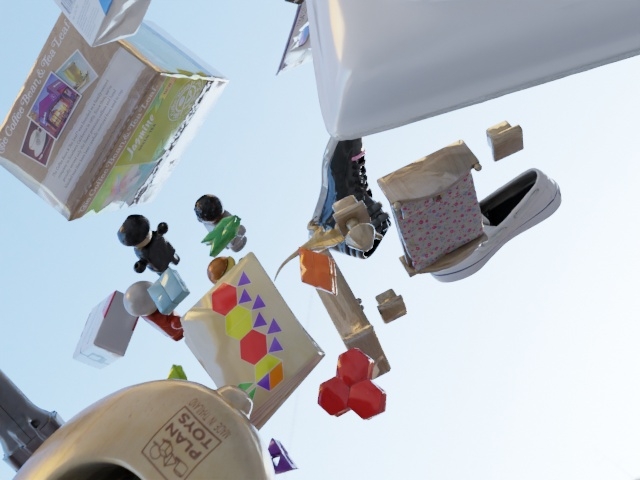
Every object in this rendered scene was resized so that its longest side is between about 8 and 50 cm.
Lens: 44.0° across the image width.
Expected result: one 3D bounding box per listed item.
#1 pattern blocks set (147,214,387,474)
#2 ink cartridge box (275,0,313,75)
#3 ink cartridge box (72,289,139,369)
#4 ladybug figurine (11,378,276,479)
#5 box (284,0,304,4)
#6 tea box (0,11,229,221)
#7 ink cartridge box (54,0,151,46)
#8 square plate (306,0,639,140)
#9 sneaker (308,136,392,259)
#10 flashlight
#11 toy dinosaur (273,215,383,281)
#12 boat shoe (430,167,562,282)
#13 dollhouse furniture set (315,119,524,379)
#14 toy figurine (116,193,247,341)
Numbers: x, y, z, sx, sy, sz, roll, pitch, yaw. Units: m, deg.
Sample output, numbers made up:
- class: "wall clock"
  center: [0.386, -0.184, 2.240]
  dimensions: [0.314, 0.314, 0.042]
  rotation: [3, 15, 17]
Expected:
- class: "pattern blocks set"
  center: [-0.084, 0.124, 0.961]
  dimensions: [0.285, 0.324, 0.026]
  rotation: [-36, -29, 17]
- class: "ink cartridge box"
  center: [0.057, -0.500, 1.674]
  dimensions: [0.330, 0.071, 0.324]
  rotation: [-25, -8, -17]
- class: "ink cartridge box"
  center: [-0.392, 0.167, 1.455]
  dimensions: [0.063, 0.150, 0.109]
  rotation: [27, -119, -21]
- class: "ladybug figurine"
  center: [-0.195, 0.341, 0.794]
  dimensions: [0.449, 0.305, 0.162]
  rotation: [-53, -29, 0]
- class: "box"
  center: [-0.017, -0.552, 1.412]
  dimensions: [0.045, 0.184, 0.191]
  rotation: [-2, -20, -41]
- class: "tea box"
  center: [-0.398, -0.243, 1.527]
  dimensions: [0.329, 0.220, 0.323]
  rotation: [-55, -9, 18]
- class: "ink cartridge box"
  center: [-0.304, -0.373, 0.976]
  dimensions: [0.078, 0.231, 0.134]
  rotation: [-35, -6, -43]
- class: "square plate"
  center: [0.127, -0.256, 0.382]
  dimensions: [0.344, 0.347, 0.049]
  rotation: [-14, -13, 20]
- class: "sneaker"
  center: [0.077, -0.096, 1.473]
  dimensions: [0.105, 0.147, 0.295]
  rotation: [-30, -41, -53]
- class: "flashlight"
  center: [-0.406, 0.157, 0.926]
  dimensions: [0.103, 0.103, 0.304]
  rotation: [-32, -76, 26]
- class: "toy dinosaur"
  center: [0.000, 0.000, 1.224]
  dimensions: [0.183, 0.092, 0.053]
  rotation: [-20, -72, -9]
- class: "boat shoe"
  center: [0.282, -0.027, 1.352]
  dimensions: [0.268, 0.096, 0.088]
  rotation: [-34, -47, 23]
- class: "dollhouse furniture set"
  center: [0.178, 0.047, 1.163]
  dimensions: [0.356, 0.173, 0.303]
  rotation: [-26, -41, -2]
- class: "toy figurine"
  center: [-0.218, 0.038, 1.298]
  dimensions: [0.210, 0.213, 0.148]
  rotation: [-19, -36, 9]
